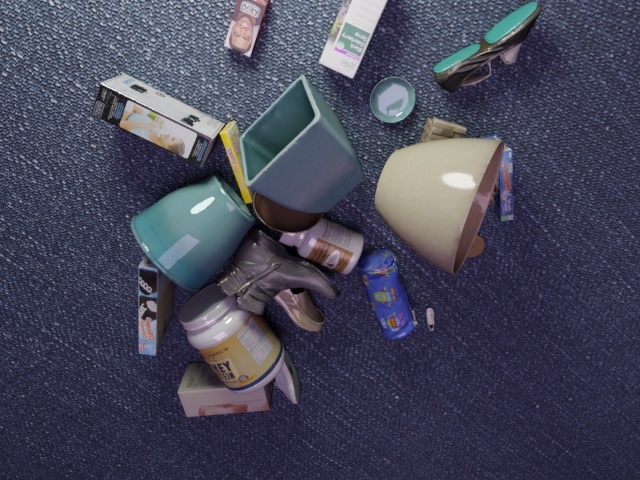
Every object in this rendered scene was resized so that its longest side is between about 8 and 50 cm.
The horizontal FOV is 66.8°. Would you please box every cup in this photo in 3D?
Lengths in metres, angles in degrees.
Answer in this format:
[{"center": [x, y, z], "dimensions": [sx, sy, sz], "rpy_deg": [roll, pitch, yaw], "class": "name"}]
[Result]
[{"center": [0.274, -0.111, 1.186], "dimensions": [0.237, 0.331, 0.331], "rpy_deg": [22, 120, 21], "class": "cup"}]

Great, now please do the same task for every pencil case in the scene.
[{"center": [0.216, 0.174, 1.523], "dimensions": [0.133, 0.119, 0.306], "rpy_deg": [-5, 121, 31], "class": "pencil case"}]

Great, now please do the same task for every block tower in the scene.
[{"center": [0.296, -0.175, 1.353], "dimensions": [0.090, 0.097, 0.336], "rpy_deg": [13, 119, -6], "class": "block tower"}]

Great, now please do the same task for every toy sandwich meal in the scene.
[{"center": [0.460, 0.016, 1.488], "dimensions": [0.085, 0.029, 0.086], "rpy_deg": [-1, 115, -3], "class": "toy sandwich meal"}]

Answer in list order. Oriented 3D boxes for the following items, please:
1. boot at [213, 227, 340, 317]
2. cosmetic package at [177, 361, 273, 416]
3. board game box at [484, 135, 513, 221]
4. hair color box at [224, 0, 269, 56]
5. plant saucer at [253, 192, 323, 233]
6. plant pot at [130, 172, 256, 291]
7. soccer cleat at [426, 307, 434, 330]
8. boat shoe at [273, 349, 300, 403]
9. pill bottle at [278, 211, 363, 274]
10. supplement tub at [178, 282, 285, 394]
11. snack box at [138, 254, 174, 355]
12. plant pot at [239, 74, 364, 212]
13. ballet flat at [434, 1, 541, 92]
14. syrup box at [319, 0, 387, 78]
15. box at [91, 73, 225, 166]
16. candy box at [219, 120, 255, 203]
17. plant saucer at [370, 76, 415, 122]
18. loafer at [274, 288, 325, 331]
[{"center": [-0.127, 0.138, 1.442], "dimensions": [0.338, 0.118, 0.223], "rpy_deg": [33, 84, -6], "class": "boot"}, {"center": [-0.323, 0.511, 1.698], "dimensions": [0.296, 0.153, 0.129], "rpy_deg": [-5, 117, 5], "class": "cosmetic package"}, {"center": [0.487, -0.170, 1.326], "dimensions": [0.035, 0.136, 0.201], "rpy_deg": [-9, 118, 6], "class": "board game box"}, {"center": [-0.181, -0.536, 1.193], "dimensions": [0.072, 0.043, 0.141], "rpy_deg": [19, 118, -10], "class": "hair color box"}, {"center": [-0.091, -0.093, 1.361], "dimensions": [0.198, 0.199, 0.036], "rpy_deg": [11, 144, -5], "class": "plant saucer"}, {"center": [-0.332, -0.043, 1.351], "dimensions": [0.255, 0.272, 0.272], "rpy_deg": [-39, 112, 4], "class": "plant pot"}, {"center": [0.368, 0.262, 1.616], "dimensions": [0.029, 0.036, 0.083], "rpy_deg": [-6, 118, 4], "class": "soccer cleat"}, {"center": [-0.131, 0.486, 1.729], "dimensions": [0.081, 0.079, 0.228], "rpy_deg": [-9, 113, 16], "class": "boat shoe"}, {"center": [0.000, 0.000, 1.428], "dimensions": [0.229, 0.131, 0.131], "rpy_deg": [23, 116, -10], "class": "pill bottle"}, {"center": [-0.279, 0.305, 1.542], "dimensions": [0.228, 0.228, 0.316], "rpy_deg": [-25, 115, 14], "class": "supplement tub"}, {"center": [-0.504, 0.170, 1.497], "dimensions": [0.060, 0.187, 0.322], "rpy_deg": [9, 118, -4], "class": "snack box"}, {"center": [-0.028, -0.217, 1.258], "dimensions": [0.248, 0.247, 0.252], "rpy_deg": [-40, 127, 20], "class": "plant pot"}, {"center": [0.418, -0.465, 1.202], "dimensions": [0.280, 0.095, 0.096], "rpy_deg": [-28, 124, 26], "class": "ballet flat"}, {"center": [0.084, -0.524, 1.166], "dimensions": [0.093, 0.096, 0.237], "rpy_deg": [21, 116, -10], "class": "syrup box"}, {"center": [-0.406, -0.311, 1.250], "dimensions": [0.290, 0.169, 0.087], "rpy_deg": [26, 113, -11], "class": "box"}, {"center": [-0.220, -0.214, 1.332], "dimensions": [0.027, 0.105, 0.206], "rpy_deg": [-10, 117, 12], "class": "candy box"}, {"center": [0.190, -0.374, 1.286], "dimensions": [0.119, 0.021, 0.119], "rpy_deg": [0, 119, 0], "class": "plant saucer"}, {"center": [-0.072, 0.186, 1.546], "dimensions": [0.092, 0.102, 0.268], "rpy_deg": [-37, 110, 24], "class": "loafer"}]
